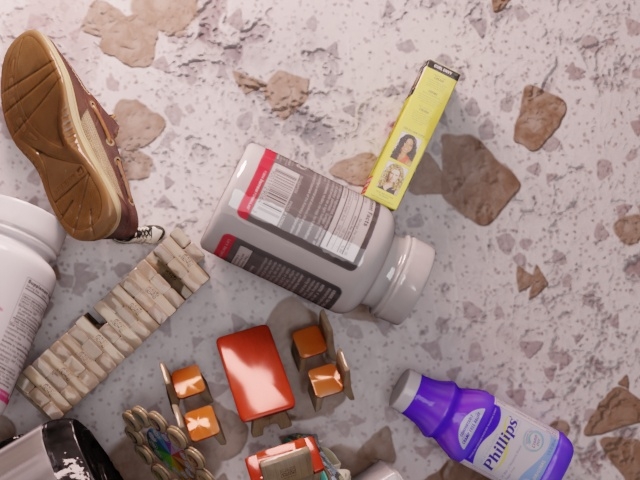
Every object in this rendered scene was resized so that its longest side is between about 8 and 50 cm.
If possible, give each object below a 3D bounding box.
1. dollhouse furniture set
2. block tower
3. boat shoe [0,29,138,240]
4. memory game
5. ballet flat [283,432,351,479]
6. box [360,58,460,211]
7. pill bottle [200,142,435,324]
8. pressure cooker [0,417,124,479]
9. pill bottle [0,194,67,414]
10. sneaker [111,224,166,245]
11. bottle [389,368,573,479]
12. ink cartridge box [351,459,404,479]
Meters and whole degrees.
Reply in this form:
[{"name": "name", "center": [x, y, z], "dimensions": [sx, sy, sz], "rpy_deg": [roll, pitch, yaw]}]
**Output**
[{"name": "dollhouse furniture set", "center": [-0.078, 0.231, 1.576], "dimensions": [0.262, 0.135, 0.259], "rpy_deg": [-17, 53, -8]}, {"name": "block tower", "center": [-0.302, 0.126, 1.630], "dimensions": [0.335, 0.097, 0.091], "rpy_deg": [-44, 93, -5]}, {"name": "boat shoe", "center": [-0.358, -0.150, 1.624], "dimensions": [0.123, 0.123, 0.342], "rpy_deg": [-36, 73, 22]}, {"name": "memory game", "center": [-0.219, 0.314, 1.601], "dimensions": [0.012, 0.186, 0.186], "rpy_deg": [-41, 94, -34]}, {"name": "ballet flat", "center": [0.009, 0.341, 1.629], "dimensions": [0.070, 0.188, 0.070], "rpy_deg": [-13, 122, -21]}, {"name": "box", "center": [0.135, -0.157, 1.695], "dimensions": [0.058, 0.087, 0.232], "rpy_deg": [25, 87, -4]}, {"name": "pill bottle", "center": [0.000, 0.000, 1.628], "dimensions": [0.319, 0.176, 0.176], "rpy_deg": [26, 86, -6]}, {"name": "pressure cooker", "center": [-0.424, 0.479, 1.465], "dimensions": [0.420, 0.375, 0.369], "rpy_deg": [-31, 93, -8]}, {"name": "pill bottle", "center": [-0.469, 0.088, 1.552], "dimensions": [0.160, 0.160, 0.283], "rpy_deg": [20, 70, -6]}, {"name": "sneaker", "center": [-0.273, -0.007, 1.664], "dimensions": [0.083, 0.037, 0.031], "rpy_deg": [-7, 88, -9]}, {"name": "bottle", "center": [0.242, 0.290, 1.695], "dimensions": [0.283, 0.092, 0.118], "rpy_deg": [30, 87, -6]}, {"name": "ink cartridge box", "center": [0.043, 0.491, 1.654], "dimensions": [0.278, 0.117, 0.201], "rpy_deg": [-33, 93, -6]}]
